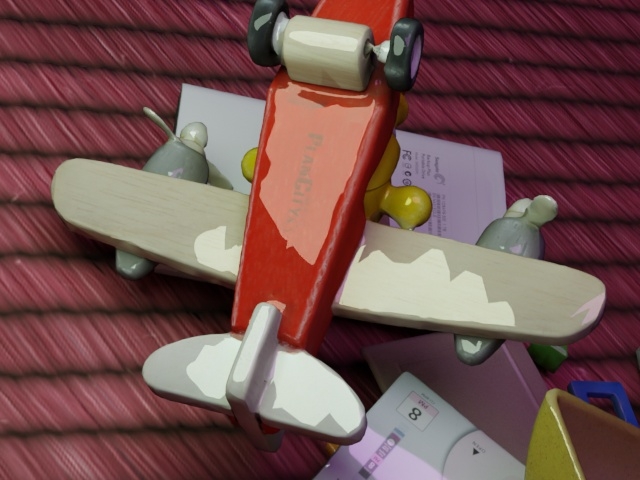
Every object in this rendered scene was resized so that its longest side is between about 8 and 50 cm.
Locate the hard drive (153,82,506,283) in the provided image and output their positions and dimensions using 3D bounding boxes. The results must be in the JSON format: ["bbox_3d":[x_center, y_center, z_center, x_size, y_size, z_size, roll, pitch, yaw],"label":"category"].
[{"bbox_3d":[0.018,-0.033,1.393,0.353,0.047,0.233,11,49,-11],"label":"hard drive"}]

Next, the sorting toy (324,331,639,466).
[{"bbox_3d":[0.146,0.171,1.315,0.348,0.047,0.196,-8,54,-32],"label":"sorting toy"}]

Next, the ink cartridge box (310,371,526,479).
[{"bbox_3d":[0.078,0.244,1.147,0.189,0.066,0.232,39,44,8],"label":"ink cartridge box"}]

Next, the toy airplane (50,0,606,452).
[{"bbox_3d":[0.000,0.000,1.194,0.386,0.384,0.272,58,8,12],"label":"toy airplane"}]

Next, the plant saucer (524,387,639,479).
[{"bbox_3d":[0.293,0.315,1.128,0.333,0.081,0.332,27,38,-45],"label":"plant saucer"}]

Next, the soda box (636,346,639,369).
[{"bbox_3d":[0.453,0.147,1.467,0.216,0.074,0.069,14,48,-17],"label":"soda box"}]
